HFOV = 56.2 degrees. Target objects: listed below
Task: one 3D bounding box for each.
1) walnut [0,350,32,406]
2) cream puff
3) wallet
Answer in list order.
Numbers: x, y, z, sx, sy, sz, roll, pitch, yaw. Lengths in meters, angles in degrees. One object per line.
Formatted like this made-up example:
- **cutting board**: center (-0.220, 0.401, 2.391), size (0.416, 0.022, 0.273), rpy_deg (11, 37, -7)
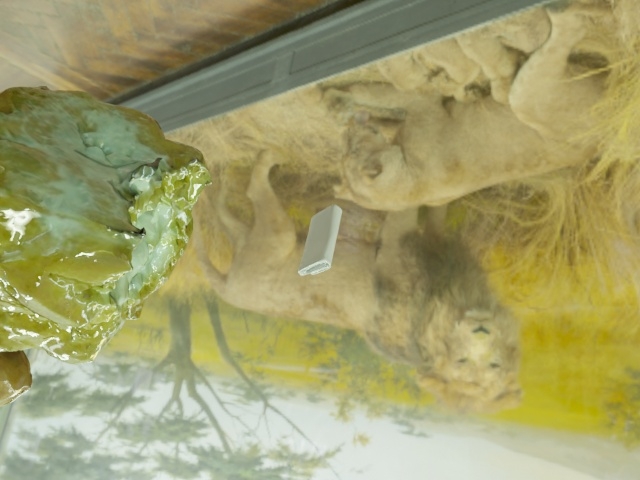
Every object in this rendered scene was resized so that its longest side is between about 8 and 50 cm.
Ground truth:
- **walnut**: center (-0.508, 0.154, 0.796), size (0.245, 0.137, 0.137), rpy_deg (25, 158, -17)
- **cream puff**: center (-0.299, -0.021, 0.656), size (0.274, 0.323, 0.270), rpy_deg (37, 116, -4)
- **wallet**: center (0.000, 0.000, 0.945), size (0.061, 0.122, 0.025), rpy_deg (-21, 129, 32)
